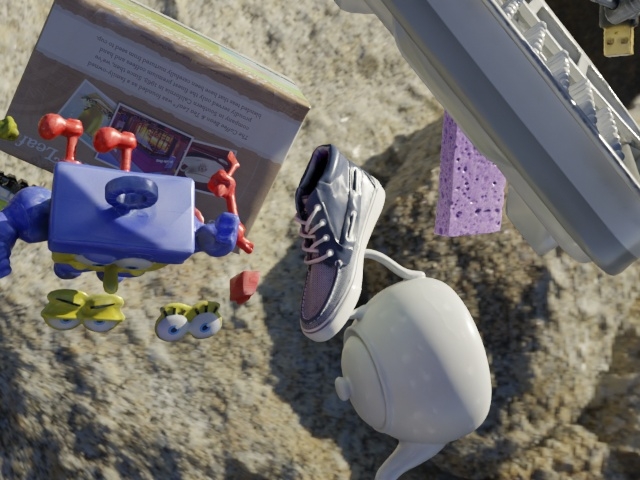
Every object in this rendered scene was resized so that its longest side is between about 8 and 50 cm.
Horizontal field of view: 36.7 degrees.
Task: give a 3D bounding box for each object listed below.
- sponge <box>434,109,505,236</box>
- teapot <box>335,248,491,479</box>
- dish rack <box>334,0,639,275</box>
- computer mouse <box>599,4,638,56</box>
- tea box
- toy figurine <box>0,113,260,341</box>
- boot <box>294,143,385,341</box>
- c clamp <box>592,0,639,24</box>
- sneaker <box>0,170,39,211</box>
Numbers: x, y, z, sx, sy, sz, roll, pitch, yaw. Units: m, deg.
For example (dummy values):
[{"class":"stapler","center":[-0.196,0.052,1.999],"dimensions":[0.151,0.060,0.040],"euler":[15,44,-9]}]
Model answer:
[{"class":"sponge","center":[0.225,-0.112,1.411],"dimensions":[0.117,0.031,0.210],"euler":[-6,106,-36]},{"class":"teapot","center":[0.108,0.176,1.357],"dimensions":[0.187,0.252,0.256],"euler":[-14,46,-16]},{"class":"dish rack","center":[0.105,-0.118,0.589],"dimensions":[0.072,0.333,0.285],"euler":[-37,95,20]},{"class":"computer mouse","center":[0.207,-0.107,0.539],"dimensions":[0.060,0.184,0.262],"euler":[-9,92,-19]},{"class":"tea box","center":[-0.214,-0.176,1.294],"dimensions":[0.329,0.323,0.220],"euler":[24,102,-13]},{"class":"toy figurine","center":[-0.194,-0.038,0.765],"dimensions":[0.362,0.217,0.191],"euler":[9,75,-21]},{"class":"boot","center":[0.000,0.000,0.957],"dimensions":[0.086,0.069,0.190],"euler":[38,55,-34]},{"class":"c clamp","center":[0.192,-0.119,0.393],"dimensions":[0.137,0.161,0.022],"euler":[5,73,-43]},{"class":"sneaker","center":[-0.403,-0.037,1.156],"dimensions":[0.208,0.081,0.094],"euler":[25,99,-11]}]
